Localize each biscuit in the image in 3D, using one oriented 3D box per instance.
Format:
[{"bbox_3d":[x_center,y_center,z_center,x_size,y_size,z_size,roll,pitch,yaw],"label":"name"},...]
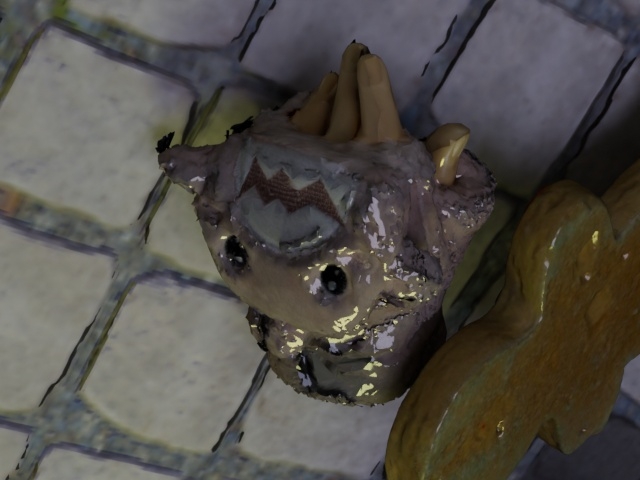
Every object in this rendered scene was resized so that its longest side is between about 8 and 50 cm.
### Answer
[{"bbox_3d":[0.111,0.027,0.618,0.234,0.030,0.153,-41,139,-22],"label":"biscuit"}]

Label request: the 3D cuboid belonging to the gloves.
[{"bbox_3d":[0.008,0.004,0.562,0.110,0.094,0.144,-3,133,30],"label":"gloves"}]
